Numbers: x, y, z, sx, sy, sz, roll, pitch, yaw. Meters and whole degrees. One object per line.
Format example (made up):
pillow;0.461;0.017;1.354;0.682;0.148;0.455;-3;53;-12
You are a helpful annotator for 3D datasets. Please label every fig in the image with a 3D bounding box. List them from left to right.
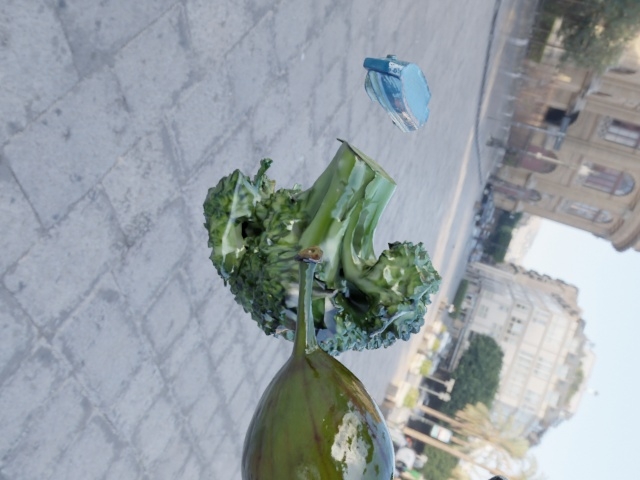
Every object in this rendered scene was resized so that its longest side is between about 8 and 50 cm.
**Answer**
fig;-0.021;0.143;0.544;0.151;0.152;0.259;23;50;-76

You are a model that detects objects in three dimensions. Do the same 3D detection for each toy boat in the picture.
toy boat;0.122;-0.262;1.005;0.215;0.102;0.088;29;77;-63

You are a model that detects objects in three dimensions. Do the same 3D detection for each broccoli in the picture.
broccoli;0.000;0.025;0.861;0.277;0.318;0.338;17;54;-42

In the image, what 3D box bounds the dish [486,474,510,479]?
dish;0.261;0.432;0.706;0.181;0.080;0.243;-64;-142;42
